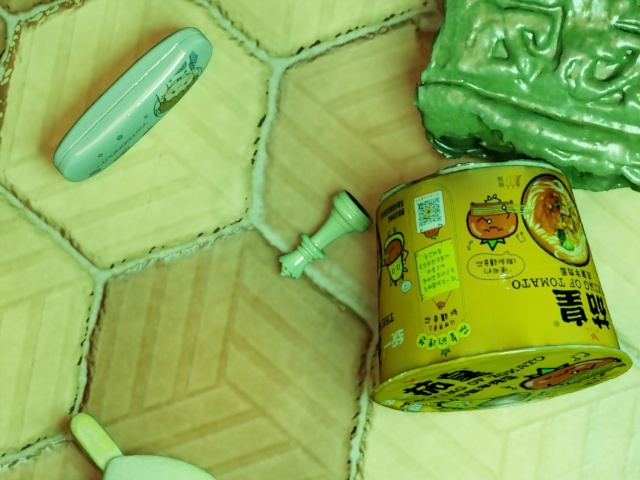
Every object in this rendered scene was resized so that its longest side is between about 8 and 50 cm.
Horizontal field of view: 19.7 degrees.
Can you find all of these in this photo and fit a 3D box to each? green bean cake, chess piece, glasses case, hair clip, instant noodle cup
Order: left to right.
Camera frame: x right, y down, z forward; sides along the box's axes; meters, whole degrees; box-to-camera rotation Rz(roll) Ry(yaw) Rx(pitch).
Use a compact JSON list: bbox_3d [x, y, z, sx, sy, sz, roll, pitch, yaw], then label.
[{"bbox_3d":[-0.187,0.229,1.611,0.218,0.071,0.159,-5,81,4],"label":"hair clip"},{"bbox_3d":[-0.167,-0.121,1.642,0.178,0.067,0.045,-45,77,1],"label":"glasses case"},{"bbox_3d":[0.000,0.000,1.620,0.093,0.042,0.042,-43,80,7],"label":"chess piece"},{"bbox_3d":[0.138,0.040,1.518,0.215,0.216,0.172,-10,73,7],"label":"instant noodle cup"},{"bbox_3d":[0.219,-0.174,1.565,0.241,0.132,0.255,16,86,6],"label":"green bean cake"}]
